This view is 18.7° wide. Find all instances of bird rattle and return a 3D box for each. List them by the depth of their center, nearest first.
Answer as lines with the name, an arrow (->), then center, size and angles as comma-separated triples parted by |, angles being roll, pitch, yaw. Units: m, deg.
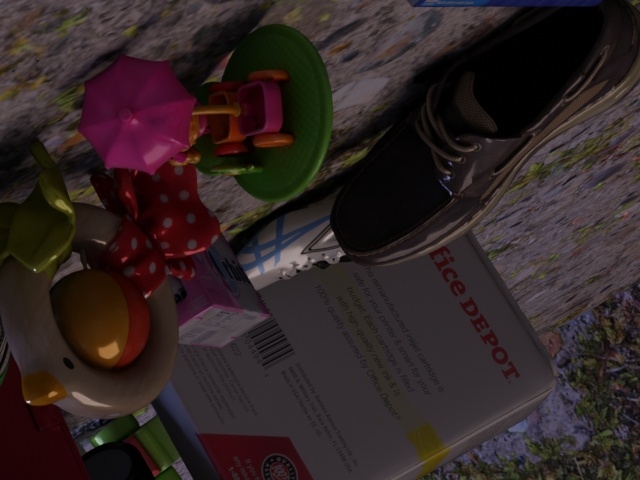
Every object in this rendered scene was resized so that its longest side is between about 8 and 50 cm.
bird rattle -> -0.175, 0.033, 1.455 | 0.143, 0.207, 0.253 | -17, 166, 28

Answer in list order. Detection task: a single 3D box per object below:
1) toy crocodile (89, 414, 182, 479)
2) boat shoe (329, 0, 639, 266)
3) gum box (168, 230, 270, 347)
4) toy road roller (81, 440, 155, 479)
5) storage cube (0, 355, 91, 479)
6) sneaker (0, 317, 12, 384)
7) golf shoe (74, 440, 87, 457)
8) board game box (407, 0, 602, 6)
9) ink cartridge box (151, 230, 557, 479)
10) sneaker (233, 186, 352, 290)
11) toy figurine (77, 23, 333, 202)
toy crocodile -> -0.284, 0.307, 2.407 | 0.340, 0.115, 0.105 | -32, 180, 2
boat shoe -> 0.140, -0.116, 1.799 | 0.355, 0.132, 0.130 | -42, 156, 9
gum box -> -0.121, 0.035, 1.763 | 0.062, 0.107, 0.188 | -33, 168, 9
toy road roller -> -0.203, 0.400, 2.099 | 0.240, 0.329, 0.202 | -40, 131, -20
storage cube -> -0.341, 0.210, 1.711 | 0.193, 0.215, 0.183 | -13, 160, -37
sneaker -> -0.376, 0.119, 1.433 | 0.343, 0.134, 0.146 | -23, 165, -31
golf shoe -> -0.321, 0.268, 2.236 | 0.120, 0.105, 0.273 | -60, 170, 18
board game box -> 0.240, -0.288, 1.431 | 0.318, 0.066, 0.318 | -38, 166, 31
ink cartridge box -> 0.025, 0.150, 2.160 | 0.384, 0.279, 0.160 | -27, 166, -17
sneaker -> 0.000, 0.000, 1.970 | 0.237, 0.086, 0.085 | -30, 170, 5
toy figurine -> -0.106, -0.089, 1.383 | 0.159, 0.130, 0.173 | -2, 176, -40
